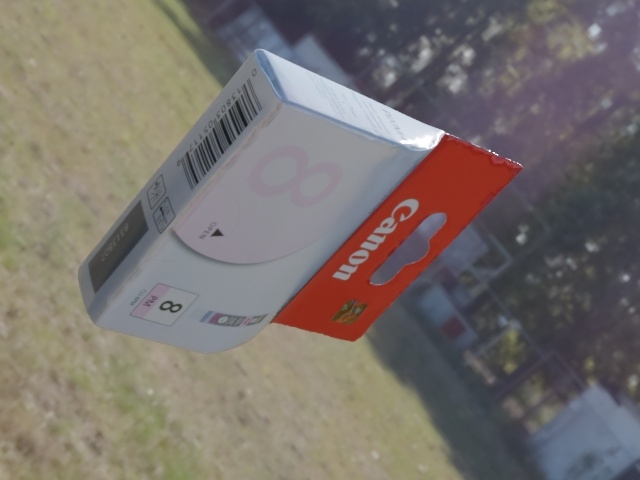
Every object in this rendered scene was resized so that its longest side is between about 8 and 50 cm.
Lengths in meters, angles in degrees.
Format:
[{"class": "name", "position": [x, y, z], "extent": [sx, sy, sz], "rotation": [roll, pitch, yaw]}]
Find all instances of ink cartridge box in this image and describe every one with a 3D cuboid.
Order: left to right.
[{"class": "ink cartridge box", "position": [0.000, 0.000, 0.783], "extent": [0.232, 0.189, 0.066], "rotation": [21, 33, -36]}]
